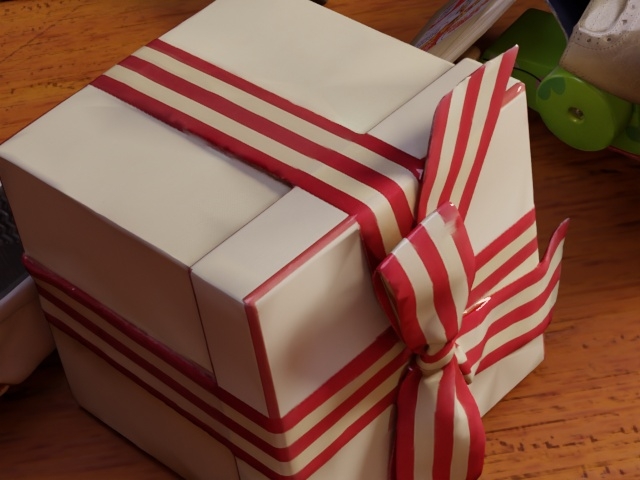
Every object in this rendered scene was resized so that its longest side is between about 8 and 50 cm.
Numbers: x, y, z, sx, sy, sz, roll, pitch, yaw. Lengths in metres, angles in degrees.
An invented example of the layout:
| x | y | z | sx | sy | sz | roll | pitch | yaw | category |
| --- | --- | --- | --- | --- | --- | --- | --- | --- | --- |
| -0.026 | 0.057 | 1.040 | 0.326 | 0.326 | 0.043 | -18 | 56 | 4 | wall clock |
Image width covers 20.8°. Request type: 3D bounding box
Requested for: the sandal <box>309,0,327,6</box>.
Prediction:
| x | y | z | sx | sy | sz | roll | pitch | yaw | category |
| --- | --- | --- | --- | --- | --- | --- | --- | --- | --- |
| -0.064 | -0.254 | 1.448 | 0.060 | 0.090 | 0.219 | -37 | 54 | 3 | sandal |

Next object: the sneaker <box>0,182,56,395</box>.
| x | y | z | sx | sy | sz | roll | pitch | yaw | category |
| --- | --- | --- | --- | --- | --- | --- | --- | --- | --- |
| -0.196 | 0.025 | 1.164 | 0.106 | 0.123 | 0.290 | 38 | 36 | 17 | sneaker |

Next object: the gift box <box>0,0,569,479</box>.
| x | y | z | sx | sy | sz | roll | pitch | yaw | category |
| --- | --- | --- | --- | --- | --- | --- | --- | --- | --- |
| 0.000 | 0.000 | 1.040 | 0.258 | 0.255 | 0.276 | 30 | 60 | 36 | gift box |

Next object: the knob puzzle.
| x | y | z | sx | sy | sz | roll | pitch | yaw | category |
| --- | --- | --- | --- | --- | --- | --- | --- | --- | --- |
| 0.104 | -0.146 | 1.256 | 0.213 | 0.030 | 0.213 | -42 | 10 | 9 | knob puzzle |

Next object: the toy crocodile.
| x | y | z | sx | sy | sz | roll | pitch | yaw | category |
| --- | --- | --- | --- | --- | --- | --- | --- | --- | --- |
| 0.263 | -0.090 | 1.206 | 0.340 | 0.105 | 0.115 | 17 | 49 | 31 | toy crocodile |

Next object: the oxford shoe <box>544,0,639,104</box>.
| x | y | z | sx | sy | sz | roll | pitch | yaw | category |
| --- | --- | --- | --- | --- | --- | --- | --- | --- | --- |
| 0.205 | -0.221 | 1.168 | 0.130 | 0.123 | 0.348 | 11 | 40 | -9 | oxford shoe |
